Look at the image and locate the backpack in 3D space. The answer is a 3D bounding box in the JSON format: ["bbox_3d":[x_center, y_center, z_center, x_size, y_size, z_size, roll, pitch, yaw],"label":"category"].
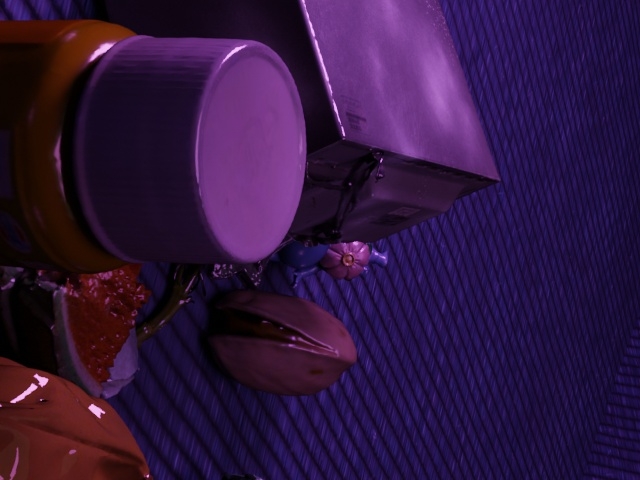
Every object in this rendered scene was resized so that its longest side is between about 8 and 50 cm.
[{"bbox_3d":[-0.346,0.283,1.219,0.378,0.201,0.353,-59,139,-10],"label":"backpack"}]

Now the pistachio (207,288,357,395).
[{"bbox_3d":[-0.052,0.140,1.795,0.237,0.153,0.138,17,70,-34],"label":"pistachio"}]

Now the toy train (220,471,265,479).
[{"bbox_3d":[-0.047,0.427,1.723,0.238,0.299,0.167,78,34,-56],"label":"toy train"}]

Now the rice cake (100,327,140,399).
[{"bbox_3d":[-0.252,0.023,1.478,0.066,0.063,0.336,-31,123,-51],"label":"rice cake"}]

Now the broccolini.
[{"bbox_3d":[-0.182,0.031,1.624,0.271,0.062,0.123,-54,132,-37],"label":"broccolini"}]

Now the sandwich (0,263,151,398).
[{"bbox_3d":[-0.259,0.076,1.403,0.160,0.109,0.185,-36,135,-31],"label":"sandwich"}]

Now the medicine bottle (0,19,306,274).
[{"bbox_3d":[-0.222,-0.084,1.164,0.224,0.384,0.225,-13,105,-61],"label":"medicine bottle"}]

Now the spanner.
[{"bbox_3d":[-0.038,-0.016,1.736,0.325,0.026,0.093,-32,114,-44],"label":"spanner"}]

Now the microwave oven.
[{"bbox_3d":[-0.007,-0.178,1.565,0.432,0.236,0.375,8,62,-60],"label":"microwave oven"}]

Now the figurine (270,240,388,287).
[{"bbox_3d":[0.002,-0.005,1.869,0.178,0.114,0.145,25,34,-21],"label":"figurine"}]
